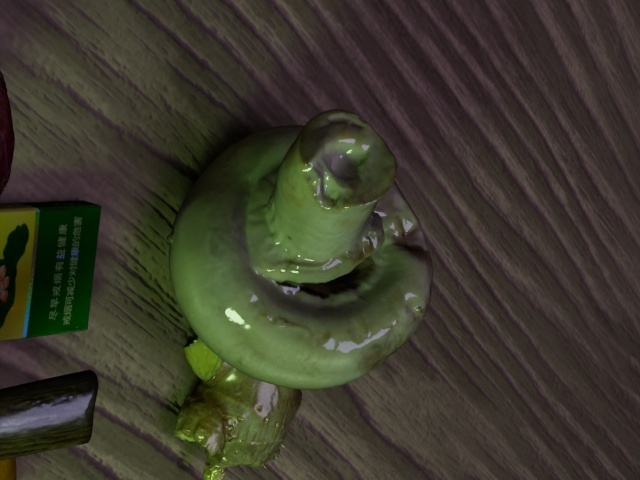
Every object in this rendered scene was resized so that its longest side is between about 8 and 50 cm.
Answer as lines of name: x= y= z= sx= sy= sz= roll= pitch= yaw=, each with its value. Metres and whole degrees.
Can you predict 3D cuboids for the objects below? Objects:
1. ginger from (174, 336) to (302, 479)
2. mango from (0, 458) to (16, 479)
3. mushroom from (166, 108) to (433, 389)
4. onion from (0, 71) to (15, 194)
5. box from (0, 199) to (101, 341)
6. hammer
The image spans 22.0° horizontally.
ginger: x=-0.087 y=0.176 z=1.833 sx=0.157 sy=0.102 sz=0.216 roll=20 pitch=85 yaw=-47
mango: x=-0.341 y=0.223 z=1.509 sx=0.147 sy=0.109 sz=0.227 roll=-48 pitch=141 yaw=-68
mushroom: x=0.000 y=0.000 z=1.699 sx=0.293 sy=0.290 sz=0.292 roll=9 pitch=65 yaw=-19
onion: x=-0.351 y=-0.095 z=1.315 sx=0.246 sy=0.190 sz=0.246 roll=15 pitch=72 yaw=-54
box: x=-0.306 y=0.031 z=1.548 sx=0.235 sy=0.034 sz=0.132 roll=-6 pitch=107 yaw=-52
hammer: x=-0.377 y=0.180 z=1.365 sx=0.409 sy=0.095 sz=0.242 roll=-11 pitch=108 yaw=-31
